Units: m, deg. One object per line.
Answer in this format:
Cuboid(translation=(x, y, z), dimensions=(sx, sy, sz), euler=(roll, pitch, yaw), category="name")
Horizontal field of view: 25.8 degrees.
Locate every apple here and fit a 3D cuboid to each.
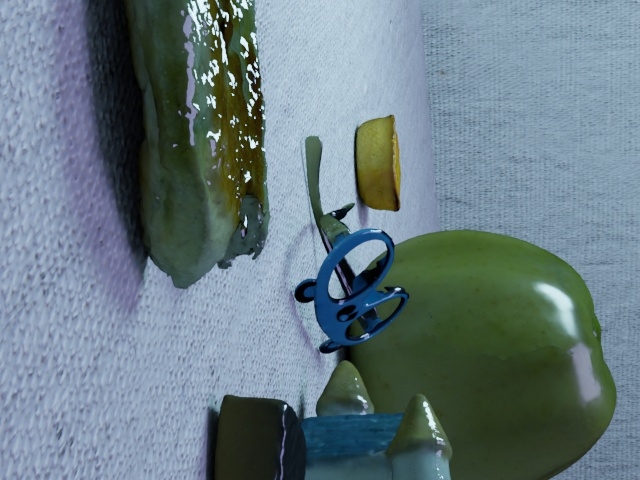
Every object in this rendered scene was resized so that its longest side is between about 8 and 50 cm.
Cuboid(translation=(0.197, 0.159, 1.782), dimensions=(0.357, 0.357, 0.357), euler=(-3, 90, -81), category="apple")

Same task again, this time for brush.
Cuboid(translation=(-0.043, 0.222, 1.053), dimensions=(0.123, 0.059, 0.197), euler=(67, 21, -69), category="brush")

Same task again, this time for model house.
Cuboid(translation=(0.066, 0.256, 1.348), dimensions=(0.267, 0.194, 0.325), euler=(72, 14, -57), category="model house")

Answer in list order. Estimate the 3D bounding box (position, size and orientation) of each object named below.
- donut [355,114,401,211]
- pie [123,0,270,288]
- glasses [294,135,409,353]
Cuboid(translation=(0.085, -0.108, 1.985), dimensions=(0.152, 0.058, 0.152), euler=(-3, 90, -82), category="donut")
Cuboid(translation=(-0.080, -0.118, 0.929), dimensions=(0.302, 0.066, 0.303), euler=(-4, 90, -82), category="pie")
Cuboid(translation=(0.037, -0.003, 1.502), dimensions=(0.239, 0.102, 0.207), euler=(66, 23, -65), category="glasses")
